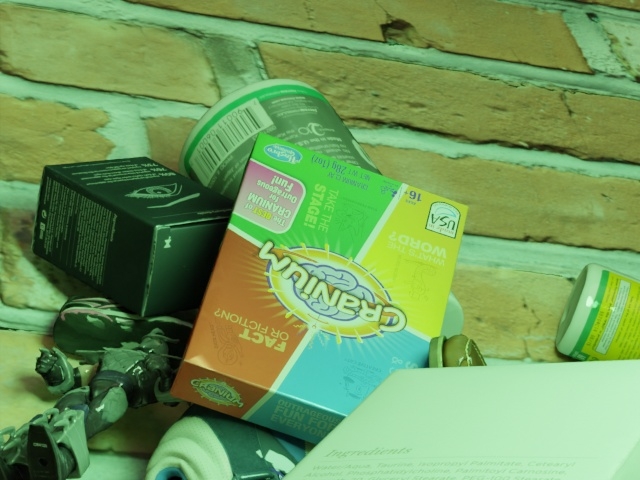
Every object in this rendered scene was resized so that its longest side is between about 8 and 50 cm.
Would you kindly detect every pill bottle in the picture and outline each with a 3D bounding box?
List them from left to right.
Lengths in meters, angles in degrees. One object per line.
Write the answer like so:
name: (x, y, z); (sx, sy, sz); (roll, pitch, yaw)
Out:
pill bottle: (0.000, 0.000, 2.241); (0.204, 0.204, 0.361); (-6, 46, -33)
pill bottle: (0.398, 0.115, 2.371); (0.208, 0.118, 0.117); (21, 34, 0)

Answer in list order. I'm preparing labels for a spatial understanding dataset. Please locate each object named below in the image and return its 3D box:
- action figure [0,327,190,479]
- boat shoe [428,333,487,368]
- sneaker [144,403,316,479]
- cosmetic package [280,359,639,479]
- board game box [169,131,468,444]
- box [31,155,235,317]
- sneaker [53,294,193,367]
action figure: (-0.221, 0.158, 1.974); (0.185, 0.099, 0.285); (-8, 21, 31)
boat shoe: (0.196, 0.214, 1.969); (0.104, 0.307, 0.111); (-14, 29, 18)
sneaker: (-0.022, 0.281, 1.945); (0.323, 0.130, 0.236); (41, 53, 12)
cosmetic package: (0.148, 0.328, 1.663); (0.327, 0.329, 0.393); (-6, 21, 34)
board game box: (0.006, 0.057, 2.003); (0.242, 0.064, 0.317); (19, 49, -4)
box: (-0.194, -0.008, 2.180); (0.153, 0.108, 0.207); (-7, 26, -43)
sneaker: (-0.199, 0.092, 2.139); (0.178, 0.072, 0.077); (18, 24, -14)
